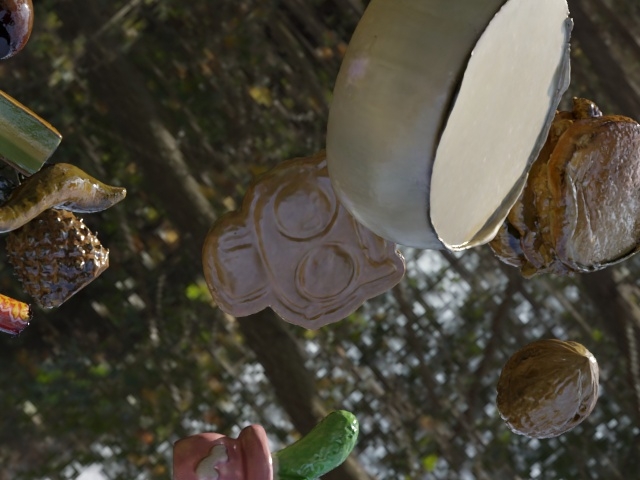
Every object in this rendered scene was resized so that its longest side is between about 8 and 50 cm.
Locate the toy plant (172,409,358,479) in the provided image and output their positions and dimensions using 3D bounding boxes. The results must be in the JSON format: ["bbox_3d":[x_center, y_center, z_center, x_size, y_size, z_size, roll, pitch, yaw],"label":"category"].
[{"bbox_3d":[-0.091,0.459,2.224,0.210,0.356,0.317,106,-17,-47],"label":"toy plant"}]

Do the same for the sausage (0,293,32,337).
[{"bbox_3d":[-0.409,0.070,1.457,0.048,0.145,0.050,-14,-120,39],"label":"sausage"}]

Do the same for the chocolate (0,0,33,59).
[{"bbox_3d":[-0.566,-0.403,2.130,0.177,0.177,0.177,-41,-177,2],"label":"chocolate"}]

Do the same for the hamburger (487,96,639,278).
[{"bbox_3d":[0.340,-0.058,1.749,0.211,0.260,0.245,11,-112,43],"label":"hamburger"}]

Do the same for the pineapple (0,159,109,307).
[{"bbox_3d":[-0.499,-0.067,2.065,0.165,0.364,0.165,-33,-176,3],"label":"pineapple"}]

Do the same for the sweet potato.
[{"bbox_3d":[-0.329,-0.055,1.486,0.059,0.069,0.249,-4,-172,30],"label":"sweet potato"}]

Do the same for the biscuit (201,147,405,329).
[{"bbox_3d":[0.001,0.001,1.909,0.376,0.269,0.051,-22,-161,-12],"label":"biscuit"}]

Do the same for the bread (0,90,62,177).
[{"bbox_3d":[-0.410,-0.150,1.574,0.074,0.139,0.084,-56,-142,-2],"label":"bread"}]

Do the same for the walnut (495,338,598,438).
[{"bbox_3d":[0.375,0.239,2.035,0.184,0.155,0.155,-40,-177,36],"label":"walnut"}]

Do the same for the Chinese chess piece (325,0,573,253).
[{"bbox_3d":[0.144,-0.153,1.343,0.338,0.140,0.338,-42,144,-41],"label":"Chinese chess piece"}]
